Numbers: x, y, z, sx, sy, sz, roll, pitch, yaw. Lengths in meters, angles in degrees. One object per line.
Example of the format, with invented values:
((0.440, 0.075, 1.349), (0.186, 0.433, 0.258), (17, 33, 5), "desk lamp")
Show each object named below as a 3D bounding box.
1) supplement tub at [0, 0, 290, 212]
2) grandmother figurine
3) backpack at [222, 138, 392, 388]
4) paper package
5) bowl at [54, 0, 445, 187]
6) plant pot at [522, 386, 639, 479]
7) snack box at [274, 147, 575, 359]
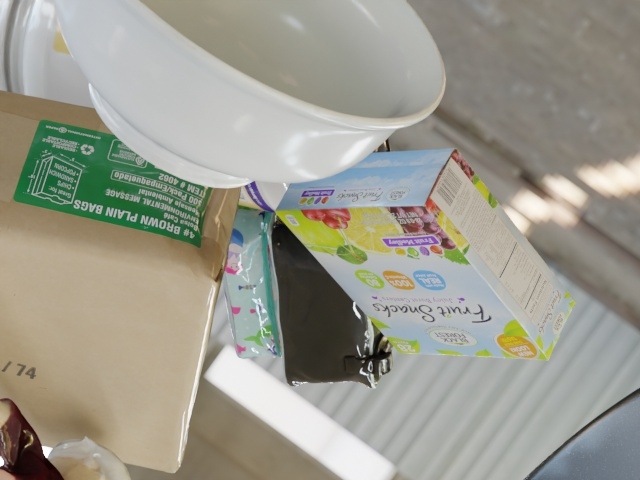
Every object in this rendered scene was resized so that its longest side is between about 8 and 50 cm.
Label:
((-0.124, -0.165, 1.844), (0.331, 0.241, 0.241), (13, 170, 24), "supplement tub")
((-0.257, 0.220, 1.589), (0.104, 0.208, 0.342), (-2, -178, 24), "grandmother figurine")
((0.000, 0.000, 2.000), (0.191, 0.253, 0.225), (5, 134, 12), "backpack")
((-0.248, 0.029, 1.700), (0.324, 0.168, 0.309), (12, 141, -2), "paper package")
((-0.071, -0.132, 1.398), (0.297, 0.134, 0.298), (24, -150, -15), "bowl")
((0.276, 0.183, 1.331), (0.187, 0.167, 0.188), (9, -143, -34), "plant pot")
((0.090, 0.014, 1.696), (0.174, 0.070, 0.207), (-1, 141, 45), "snack box")
